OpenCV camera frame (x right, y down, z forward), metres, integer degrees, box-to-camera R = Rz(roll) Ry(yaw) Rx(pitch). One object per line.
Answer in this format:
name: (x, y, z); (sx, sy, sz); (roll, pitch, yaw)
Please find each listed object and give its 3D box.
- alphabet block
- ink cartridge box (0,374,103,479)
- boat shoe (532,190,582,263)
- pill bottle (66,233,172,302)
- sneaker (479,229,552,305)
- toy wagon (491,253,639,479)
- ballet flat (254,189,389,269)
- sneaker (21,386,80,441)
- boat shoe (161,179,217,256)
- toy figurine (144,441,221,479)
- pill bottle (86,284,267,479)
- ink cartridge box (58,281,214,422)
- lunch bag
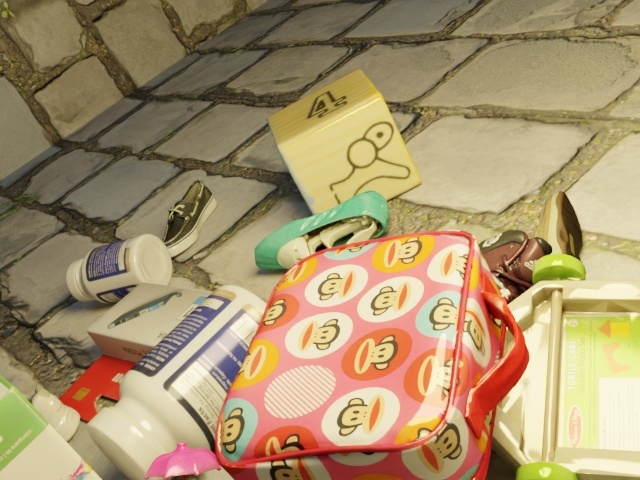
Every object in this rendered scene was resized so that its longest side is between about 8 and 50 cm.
alphabet block: (0.038, -0.162, 1.548); (0.197, 0.192, 0.193); (-27, 28, 2)
ink cartridge box: (-0.354, 0.281, 1.042); (0.117, 0.278, 0.201); (-45, 30, -23)
boat shoe: (0.298, 0.005, 1.140); (0.072, 0.068, 0.190); (-27, 24, 31)
pill bottle: (-0.386, 0.059, 1.653); (0.186, 0.112, 0.112); (-13, 30, 28)
sneaker: (0.208, 0.068, 1.018); (0.162, 0.106, 0.281); (-40, 22, 19)
toy wagon: (0.248, 0.131, 0.853); (0.344, 0.068, 0.267); (-2, 47, 21)
ballet flat: (0.000, 0.000, 1.424); (0.247, 0.083, 0.087); (-26, 40, 10)
sneaker: (-0.496, 0.287, 1.350); (0.232, 0.115, 0.090); (-26, 26, 7)
boat shoe: (-0.284, -0.046, 1.788); (0.077, 0.070, 0.219); (-15, 29, 26)
toy figurine: (-0.133, 0.298, 0.925); (0.130, 0.159, 0.173); (-16, 29, 24)
pill bottle: (-0.168, 0.195, 1.152); (0.153, 0.153, 0.264); (7, 43, 50)
ink cartridge box: (-0.285, 0.180, 1.394); (0.296, 0.066, 0.261); (3, 39, 47)
lunch bag: (0.061, 0.110, 0.787); (0.258, 0.120, 0.293); (-12, 32, 27)
